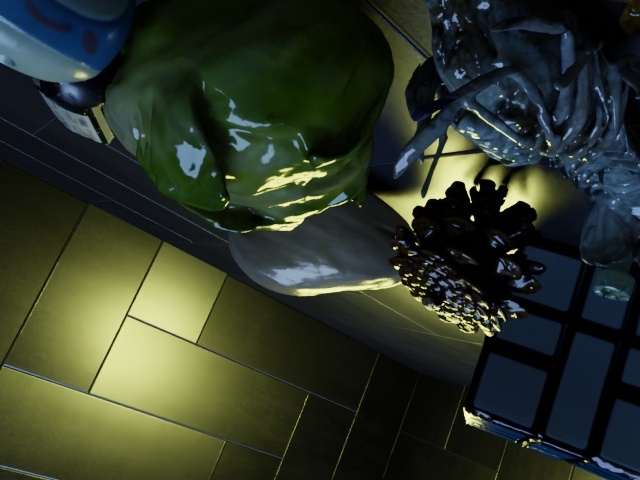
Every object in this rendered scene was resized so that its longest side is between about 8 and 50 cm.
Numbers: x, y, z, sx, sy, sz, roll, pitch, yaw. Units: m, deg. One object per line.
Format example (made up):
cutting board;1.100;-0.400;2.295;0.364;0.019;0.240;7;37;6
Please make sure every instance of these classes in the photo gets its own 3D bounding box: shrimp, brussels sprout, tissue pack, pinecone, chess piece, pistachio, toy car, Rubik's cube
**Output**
shrimp;0.178;-0.095;0.484;0.410;0.166;0.221;18;170;-39
brussels sprout;-0.064;-0.123;0.572;0.294;0.227;0.259;4;166;22
tissue pack;-0.387;-0.232;0.976;0.103;0.091;0.170;24;164;-5
pinecone;0.196;0.016;0.767;0.207;0.208;0.208;22;166;6
chess piece;0.355;0.017;0.698;0.067;0.103;0.067;21;166;5
pistachio;0.000;0.000;0.987;0.331;0.208;0.226;4;140;15
toy car;-0.241;-0.241;0.478;0.188;0.190;0.255;27;-161;-47
Rubik's cube;0.400;0.198;0.934;0.283;0.294;0.288;15;163;20

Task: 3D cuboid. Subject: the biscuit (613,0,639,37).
biscuit;0.221;-0.171;0.366;0.175;0.026;0.124;30;165;-28
